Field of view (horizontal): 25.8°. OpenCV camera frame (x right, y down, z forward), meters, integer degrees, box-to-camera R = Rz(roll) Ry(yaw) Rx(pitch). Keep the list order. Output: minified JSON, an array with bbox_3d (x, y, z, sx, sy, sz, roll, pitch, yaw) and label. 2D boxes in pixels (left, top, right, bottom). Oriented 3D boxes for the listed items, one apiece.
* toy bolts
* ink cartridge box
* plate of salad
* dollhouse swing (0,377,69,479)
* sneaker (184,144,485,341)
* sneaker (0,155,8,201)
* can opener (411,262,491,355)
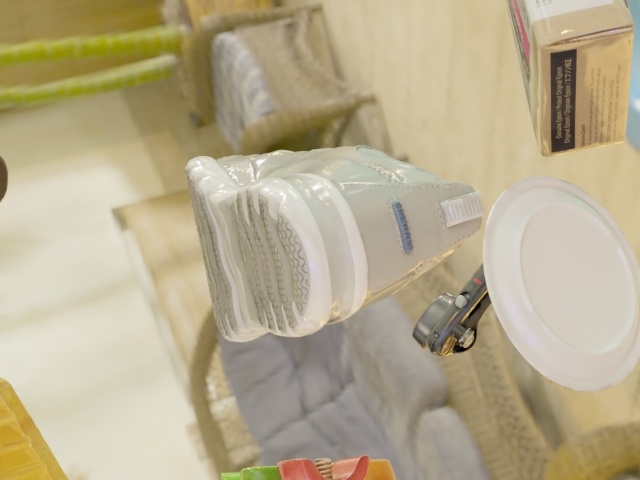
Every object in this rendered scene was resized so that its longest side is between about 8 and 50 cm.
[{"bbox_3d":[0.006,0.332,1.589,0.228,0.218,0.158,148,120,-66],"label":"toy bolts"},{"bbox_3d":[0.221,-0.227,1.299,0.193,0.088,0.235,69,-169,-61],"label":"ink cartridge box"},{"bbox_3d":[0.215,0.040,1.245,0.048,0.200,0.200,-30,74,50],"label":"plate of salad"},{"bbox_3d":[-0.503,0.364,1.639,0.347,0.315,0.305,63,-147,-13],"label":"dollhouse swing"},{"bbox_3d":[0.000,0.000,0.763,0.281,0.115,0.105,-159,58,-72],"label":"sneaker"},{"bbox_3d":[-0.486,-0.077,1.574,0.270,0.145,0.090,8,-96,-68],"label":"sneaker"},{"bbox_3d":[0.180,0.055,1.581,0.073,0.186,0.059,41,180,23],"label":"can opener"}]
